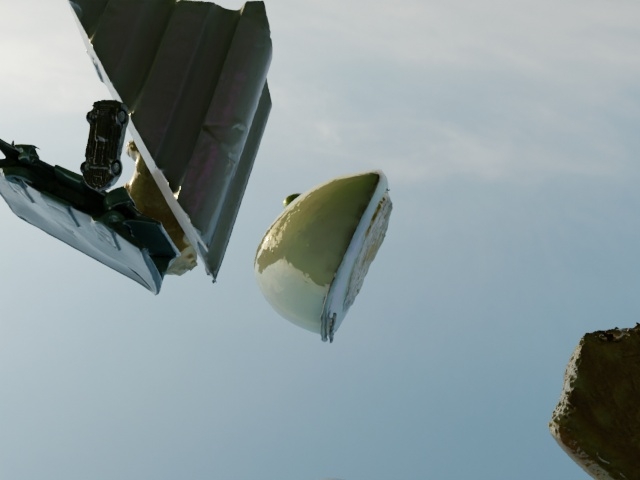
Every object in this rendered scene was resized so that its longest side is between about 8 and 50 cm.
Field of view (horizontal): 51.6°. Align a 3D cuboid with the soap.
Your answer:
[{"bbox_3d":[-0.204,-0.134,0.777,0.257,0.159,0.303,14,-110,0],"label":"soap"}]

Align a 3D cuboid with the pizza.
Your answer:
[{"bbox_3d":[0.417,0.204,0.883,0.189,0.071,0.297,33,-123,12],"label":"pizza"}]

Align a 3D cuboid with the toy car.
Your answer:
[{"bbox_3d":[-0.216,-0.095,0.667,0.041,0.093,0.025,7,-179,20],"label":"toy car"}]

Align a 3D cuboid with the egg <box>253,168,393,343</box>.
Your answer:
[{"bbox_3d":[-0.001,0.000,1.065,0.174,0.264,0.287,23,-94,11],"label":"egg"}]

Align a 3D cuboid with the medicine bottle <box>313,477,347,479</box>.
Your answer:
[{"bbox_3d":[-0.019,0.456,0.749,0.245,0.306,0.245,38,-170,-8],"label":"medicine bottle"}]

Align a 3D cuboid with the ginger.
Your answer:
[{"bbox_3d":[-0.361,-0.103,1.451,0.236,0.376,0.166,-10,162,36],"label":"ginger"}]

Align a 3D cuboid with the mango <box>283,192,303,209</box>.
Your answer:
[{"bbox_3d":[-0.033,-0.061,1.402,0.108,0.056,0.073,34,-151,29],"label":"mango"}]

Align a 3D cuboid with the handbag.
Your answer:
[{"bbox_3d":[-0.395,-0.045,1.102,0.326,0.238,0.089,28,-110,6],"label":"handbag"}]
